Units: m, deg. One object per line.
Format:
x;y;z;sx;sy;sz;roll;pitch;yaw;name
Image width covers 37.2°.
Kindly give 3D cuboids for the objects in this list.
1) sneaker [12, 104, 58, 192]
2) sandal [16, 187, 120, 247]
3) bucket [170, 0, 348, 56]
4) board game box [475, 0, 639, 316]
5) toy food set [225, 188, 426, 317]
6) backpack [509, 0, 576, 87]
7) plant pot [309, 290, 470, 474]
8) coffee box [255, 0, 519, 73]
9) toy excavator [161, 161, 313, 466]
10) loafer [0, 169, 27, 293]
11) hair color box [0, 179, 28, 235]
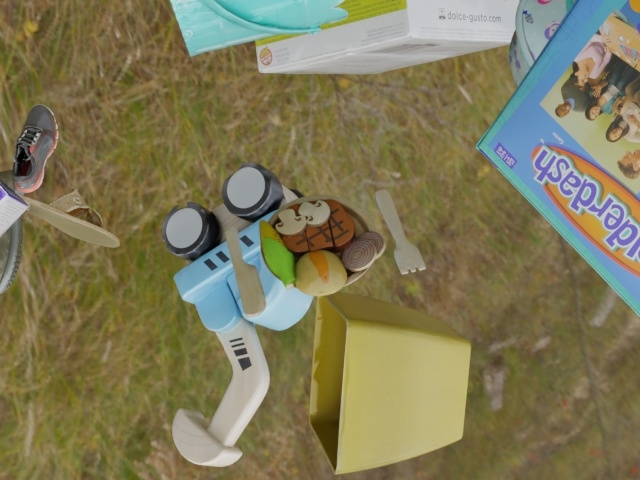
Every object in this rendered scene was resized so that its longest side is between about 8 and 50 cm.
-0.492;-0.163;1.627;0.061;0.158;0.065;5;167;4;sneaker
-0.465;-0.064;1.715;0.240;0.079;0.088;20;157;-24;sandal
-0.099;-0.344;1.036;0.183;0.281;0.281;-21;144;-3;bucket
0.191;-0.070;0.483;0.047;0.160;0.210;-24;156;-40;board game box
0.000;0.000;0.985;0.192;0.132;0.038;-15;145;-8;toy food set
0.334;-0.214;1.006;0.253;0.225;0.191;-26;168;3;backpack
0.098;0.193;1.350;0.187;0.212;0.212;2;98;-12;plant pot
0.106;-0.482;1.650;0.338;0.334;0.337;-4;-175;43;coffee box
-0.146;0.144;1.798;0.433;0.445;0.222;-33;154;12;toy excavator
-0.634;-0.021;1.875;0.087;0.251;0.094;6;172;-11;loafer
-0.600;0.031;1.405;0.339;0.110;0.185;-50;-176;-8;hair color box
